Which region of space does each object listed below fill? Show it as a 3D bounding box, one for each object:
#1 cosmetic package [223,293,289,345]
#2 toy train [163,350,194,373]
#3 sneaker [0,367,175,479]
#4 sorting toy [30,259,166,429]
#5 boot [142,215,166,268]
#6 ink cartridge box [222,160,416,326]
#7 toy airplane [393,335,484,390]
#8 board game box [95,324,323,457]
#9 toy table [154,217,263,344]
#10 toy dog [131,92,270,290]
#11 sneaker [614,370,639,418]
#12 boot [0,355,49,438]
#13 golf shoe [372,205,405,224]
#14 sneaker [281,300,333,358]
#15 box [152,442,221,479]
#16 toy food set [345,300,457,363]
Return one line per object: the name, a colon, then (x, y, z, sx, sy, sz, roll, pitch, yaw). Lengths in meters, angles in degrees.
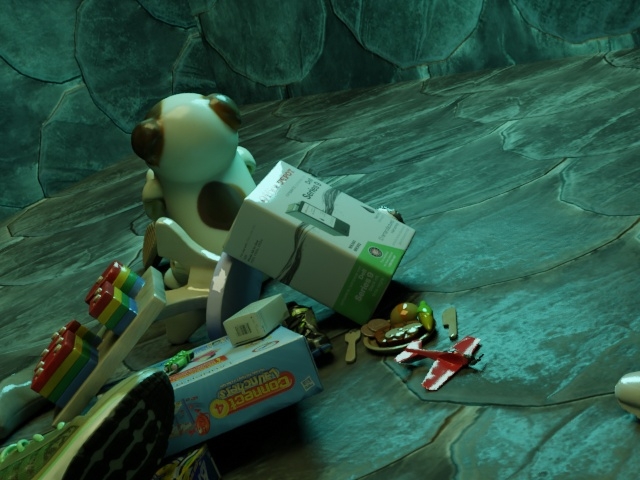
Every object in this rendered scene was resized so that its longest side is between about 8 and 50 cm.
cosmetic package: (-0.097, 0.121, 1.650, 0.060, 0.041, 0.115, -19, 5, 23)
toy train: (-0.210, 0.180, 1.605, 0.023, 0.017, 0.083, -8, 7, 14)
sneaker: (-0.362, 0.293, 1.356, 0.182, 0.158, 0.410, 29, 62, 34)
sorting toy: (-0.368, 0.151, 1.748, 0.257, 0.089, 0.255, -52, 14, 1)
boot: (-0.294, -0.015, 2.523, 0.207, 0.248, 0.090, 10, 38, -26)
ink cartridge box: (0.000, 0.000, 1.918, 0.289, 0.121, 0.211, 27, 28, 4)
toy airplane: (0.177, 0.175, 1.626, 0.151, 0.028, 0.151, -16, 19, 6)
board game box: (-0.178, 0.223, 1.615, 0.308, 0.086, 0.302, -21, 5, -11)
toy table: (-0.215, 0.082, 1.968, 0.161, 0.252, 0.274, 4, 15, 13)
toy dog: (-0.251, -0.103, 2.244, 0.284, 0.408, 0.395, -20, 17, -5)
sneaker: (0.460, 0.165, 1.279, 0.235, 0.095, 0.090, -4, 24, 40)
boot: (-0.482, 0.263, 1.914, 0.161, 0.083, 0.246, -7, 21, 14)
golf shoe: (0.082, -0.011, 2.227, 0.198, 0.077, 0.094, -13, 28, 35)
sneaker: (-0.032, 0.151, 1.812, 0.067, 0.078, 0.188, -21, 18, -10)
box: (-0.198, 0.340, 1.428, 0.054, 0.059, 0.169, -14, 17, 27)
toy food set: (0.127, 0.141, 1.757, 0.192, 0.038, 0.132, -15, 18, 8)
